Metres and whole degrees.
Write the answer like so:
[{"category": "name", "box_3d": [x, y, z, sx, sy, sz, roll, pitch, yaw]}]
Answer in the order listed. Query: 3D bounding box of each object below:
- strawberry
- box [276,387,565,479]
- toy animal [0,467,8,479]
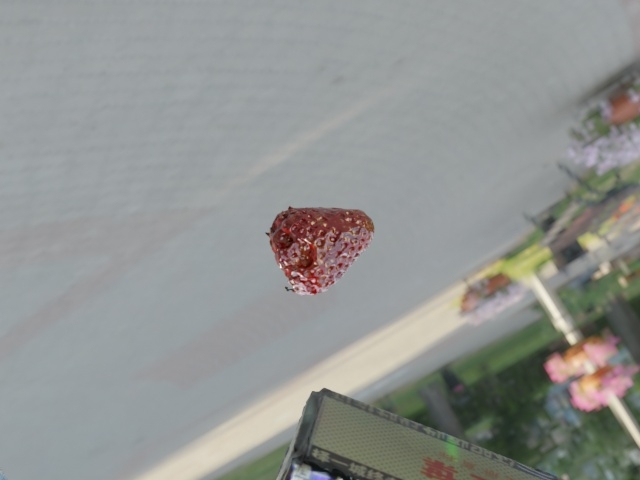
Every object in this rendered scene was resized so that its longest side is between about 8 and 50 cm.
[{"category": "strawberry", "box_3d": [0.000, 0.000, 1.051, 0.083, 0.073, 0.073, -33, 170, 5]}, {"category": "box", "box_3d": [0.034, 0.260, 0.803, 0.084, 0.198, 0.310, -66, 177, -66]}, {"category": "toy animal", "box_3d": [-0.419, 0.267, 1.432, 0.239, 0.255, 0.176, -26, 177, 43]}]
